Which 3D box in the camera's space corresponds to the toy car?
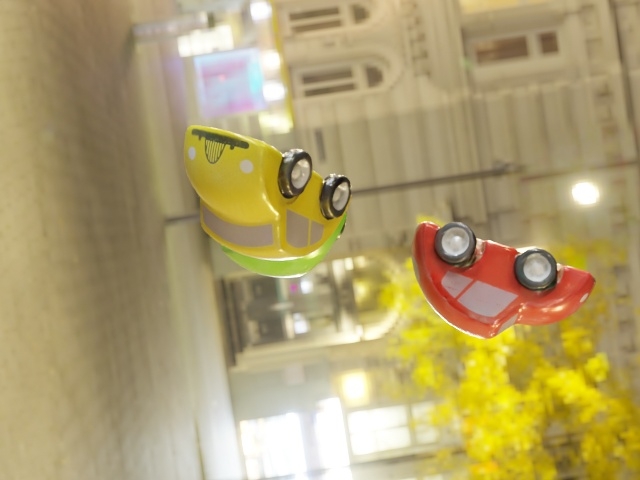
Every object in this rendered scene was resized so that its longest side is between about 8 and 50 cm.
[{"bbox_3d":[0.000,0.000,0.757,0.225,0.239,0.053,8,-102,63],"label":"toy car"}]
